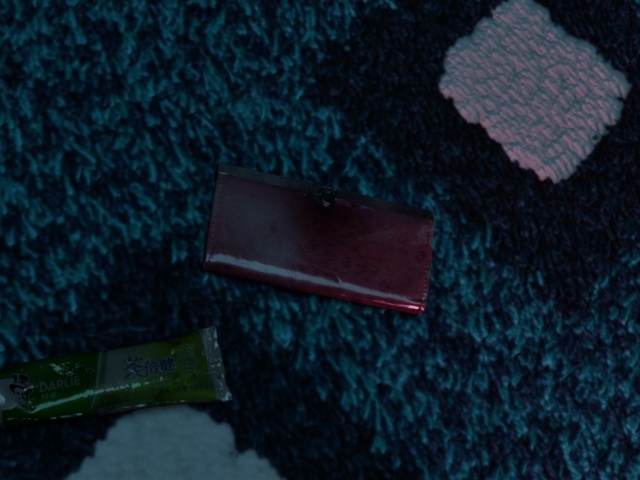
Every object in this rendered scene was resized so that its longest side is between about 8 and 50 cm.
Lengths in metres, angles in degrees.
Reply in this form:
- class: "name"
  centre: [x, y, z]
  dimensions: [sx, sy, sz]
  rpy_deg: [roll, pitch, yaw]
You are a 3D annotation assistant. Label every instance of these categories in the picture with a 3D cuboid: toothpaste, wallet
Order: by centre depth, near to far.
- class: "toothpaste"
  centre: [-0.203, 0.130, 1.180]
  dimensions: [0.248, 0.047, 0.078]
  rpy_deg: [-7, 71, -22]
- class: "wallet"
  centre: [0.000, 0.000, 1.313]
  dimensions: [0.232, 0.025, 0.119]
  rpy_deg: [12, 64, -11]
